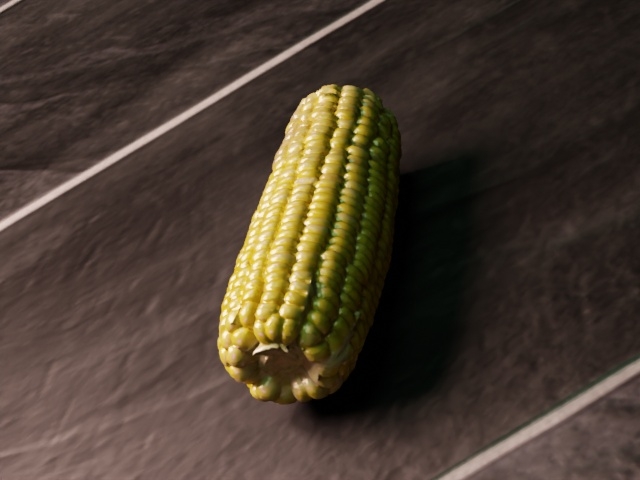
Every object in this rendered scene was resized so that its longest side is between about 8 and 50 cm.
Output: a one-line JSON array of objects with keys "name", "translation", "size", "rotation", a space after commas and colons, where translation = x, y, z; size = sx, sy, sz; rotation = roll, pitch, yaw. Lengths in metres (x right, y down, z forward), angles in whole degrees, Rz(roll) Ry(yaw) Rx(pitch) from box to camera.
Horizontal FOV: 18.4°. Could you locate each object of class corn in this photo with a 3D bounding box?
[{"name": "corn", "translation": [0.000, 0.000, 1.255], "size": [0.093, 0.093, 0.244], "rotation": [-12, 37, 25]}]
